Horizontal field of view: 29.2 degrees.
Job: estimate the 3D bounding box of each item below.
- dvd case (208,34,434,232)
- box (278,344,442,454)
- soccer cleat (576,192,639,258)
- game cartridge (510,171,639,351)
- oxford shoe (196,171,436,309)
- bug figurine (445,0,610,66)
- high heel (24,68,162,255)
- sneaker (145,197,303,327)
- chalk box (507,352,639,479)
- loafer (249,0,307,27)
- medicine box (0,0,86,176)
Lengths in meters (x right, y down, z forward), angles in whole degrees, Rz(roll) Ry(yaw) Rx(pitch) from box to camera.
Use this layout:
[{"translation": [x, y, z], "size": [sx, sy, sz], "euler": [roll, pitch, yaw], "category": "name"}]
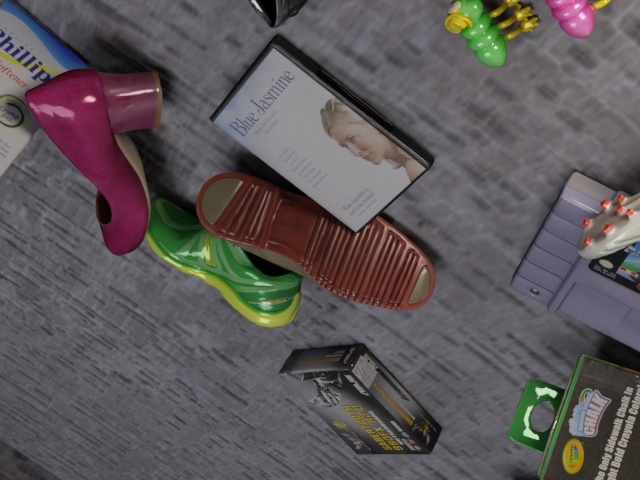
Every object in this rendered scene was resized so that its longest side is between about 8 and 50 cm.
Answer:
[{"translation": [-0.001, -0.130, 1.568], "size": [0.253, 0.022, 0.180], "euler": [37, 139, -8], "category": "dvd case"}, {"translation": [0.066, 0.272, 2.070], "size": [0.183, 0.056, 0.231], "euler": [-11, 129, 48], "category": "box"}, {"translation": [0.365, -0.029, 1.332], "size": [0.076, 0.068, 0.196], "euler": [37, 125, -20], "category": "soccer cleat"}, {"translation": [0.421, 0.069, 1.478], "size": [0.355, 0.068, 0.230], "euler": [27, 153, 8], "category": "game cartridge"}, {"translation": [0.000, 0.000, 1.726], "size": [0.348, 0.123, 0.130], "euler": [26, 175, 7], "category": "oxford shoe"}, {"translation": [0.166, -0.269, 1.207], "size": [0.279, 0.072, 0.216], "euler": [-13, 128, 49], "category": "bug figurine"}, {"translation": [-0.336, -0.102, 1.757], "size": [0.181, 0.127, 0.377], "euler": [-8, 140, -20], "category": "high heel"}, {"translation": [-0.143, 0.011, 1.865], "size": [0.295, 0.109, 0.123], "euler": [33, 114, 15], "category": "sneaker"}, {"translation": [0.398, 0.272, 1.620], "size": [0.289, 0.180, 0.179], "euler": [18, 168, 24], "category": "chalk box"}, {"translation": [-0.083, -0.331, 1.329], "size": [0.076, 0.078, 0.223], "euler": [1, 137, 40], "category": "loafer"}, {"translation": [-0.505, -0.154, 1.743], "size": [0.149, 0.289, 0.263], "euler": [40, 148, -16], "category": "medicine box"}]
